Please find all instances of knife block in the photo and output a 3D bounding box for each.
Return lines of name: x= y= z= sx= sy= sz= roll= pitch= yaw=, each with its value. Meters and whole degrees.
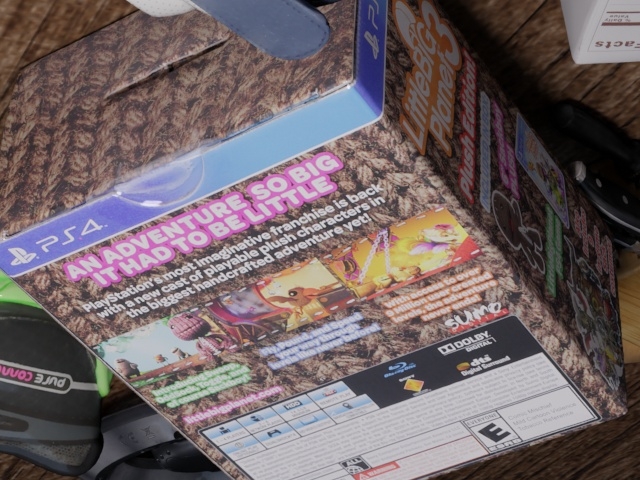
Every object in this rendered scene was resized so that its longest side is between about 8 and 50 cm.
knife block: x=0.222 y=-0.006 z=1.200 sx=0.275 sy=0.088 sz=0.242 roll=-3 pitch=153 yaw=-8

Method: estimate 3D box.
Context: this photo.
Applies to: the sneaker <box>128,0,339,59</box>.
sneaker: x=-0.062 y=-0.201 z=0.718 sx=0.236 sy=0.130 sz=0.323 roll=-10 pitch=148 yaw=15

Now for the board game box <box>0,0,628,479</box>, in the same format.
board game box: x=0.000 y=0.000 z=1.012 sx=0.232 sy=0.141 sz=0.291 roll=-22 pitch=131 yaw=25

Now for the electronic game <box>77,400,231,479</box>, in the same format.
electronic game: x=-0.092 y=0.158 z=1.471 sx=0.229 sy=0.048 sz=0.229 roll=-10 pitch=160 yaw=-4

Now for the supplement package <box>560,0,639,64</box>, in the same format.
supplement package: x=0.177 y=-0.175 z=0.852 sx=0.105 sy=0.105 sz=0.179 roll=-3 pitch=152 yaw=-9

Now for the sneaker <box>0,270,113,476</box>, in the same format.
sneaker: x=-0.357 y=0.134 z=1.135 sx=0.483 sy=0.202 sz=0.185 roll=-15 pitch=-173 yaw=9
